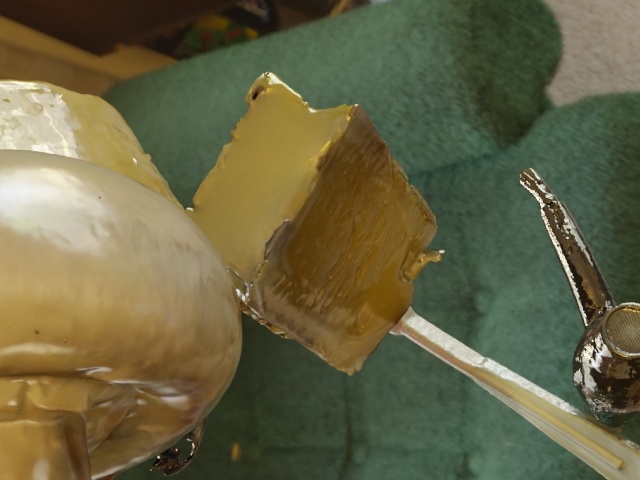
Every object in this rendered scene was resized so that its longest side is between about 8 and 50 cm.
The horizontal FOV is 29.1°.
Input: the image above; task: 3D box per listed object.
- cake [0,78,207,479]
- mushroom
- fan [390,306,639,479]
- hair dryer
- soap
[{"bbox_3d":[-0.224,0.086,0.948,0.332,0.332,0.321,-47,56,25],"label":"cake"},{"bbox_3d":[-0.130,0.074,0.517,0.207,0.207,0.215,-37,54,34],"label":"mushroom"},{"bbox_3d":[0.159,0.125,0.894,0.282,0.057,0.023,31,59,25],"label":"fan"},{"bbox_3d":[0.202,0.040,0.959,0.075,0.195,0.219,-17,64,-2],"label":"hair dryer"},{"bbox_3d":[-0.001,-0.001,0.809,0.076,0.233,0.135,27,82,27],"label":"soap"}]
